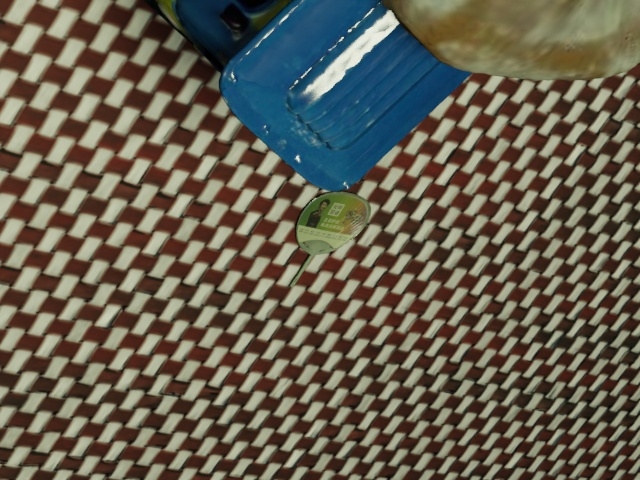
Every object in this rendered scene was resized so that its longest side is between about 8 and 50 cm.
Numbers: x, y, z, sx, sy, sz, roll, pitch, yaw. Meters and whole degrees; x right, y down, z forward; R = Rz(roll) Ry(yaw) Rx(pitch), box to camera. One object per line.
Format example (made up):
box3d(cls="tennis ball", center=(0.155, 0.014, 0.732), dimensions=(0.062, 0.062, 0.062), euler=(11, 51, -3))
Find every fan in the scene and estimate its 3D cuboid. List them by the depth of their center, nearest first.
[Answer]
box3d(cls="fan", center=(-0.001, -0.006, 1.285), dimensions=(0.080, 0.003, 0.060), euler=(-39, 140, 0))

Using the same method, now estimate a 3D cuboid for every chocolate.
box3d(cls="chocolate", center=(0.128, -0.186, 0.890), dimensions=(0.157, 0.080, 0.254), euler=(3, 117, -24))

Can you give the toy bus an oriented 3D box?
box3d(cls="toy bus", center=(0.043, -0.188, 1.014), dimensions=(0.287, 0.175, 0.138), euler=(-44, 142, 5))
